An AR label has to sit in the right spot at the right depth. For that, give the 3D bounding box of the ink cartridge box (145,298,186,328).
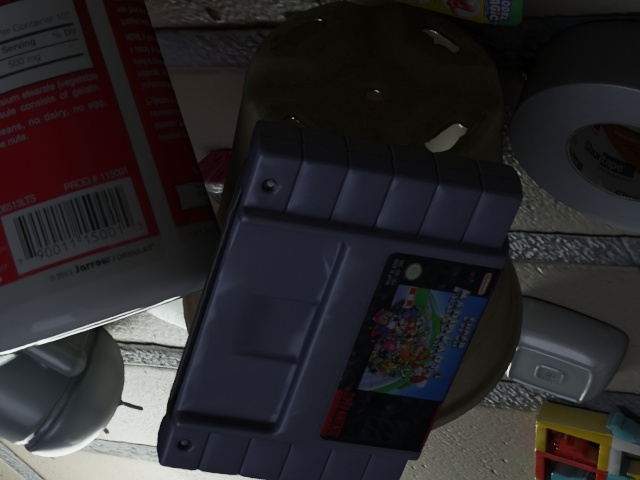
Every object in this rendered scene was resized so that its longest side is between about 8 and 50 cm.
[{"bbox_3d":[-0.205,0.015,2.064,0.212,0.093,0.154,25,154,1],"label":"ink cartridge box"}]

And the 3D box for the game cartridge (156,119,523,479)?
[{"bbox_3d":[0.012,0.071,1.453,0.230,0.068,0.355,12,127,-10],"label":"game cartridge"}]

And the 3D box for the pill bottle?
[{"bbox_3d":[-0.244,-0.124,1.504,0.229,0.229,0.407,-20,87,53],"label":"pill bottle"}]

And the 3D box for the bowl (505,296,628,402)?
[{"bbox_3d":[0.266,0.130,1.949,0.142,0.053,0.142,19,151,6],"label":"bowl"}]

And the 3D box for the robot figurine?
[{"bbox_3d":[-0.417,0.166,2.378,0.353,0.200,0.300,32,159,-17],"label":"robot figurine"}]

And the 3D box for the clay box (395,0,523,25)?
[{"bbox_3d":[0.065,-0.252,1.415,0.222,0.053,0.127,16,152,12],"label":"clay box"}]

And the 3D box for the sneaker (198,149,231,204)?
[{"bbox_3d":[-0.055,-0.052,1.860,0.170,0.063,0.075,9,150,36],"label":"sneaker"}]

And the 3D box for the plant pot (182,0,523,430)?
[{"bbox_3d":[0.041,-0.038,1.579,0.334,0.334,0.305,18,141,11],"label":"plant pot"}]

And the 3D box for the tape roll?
[{"bbox_3d":[0.279,-0.095,1.511,0.219,0.072,0.219,18,153,10],"label":"tape roll"}]

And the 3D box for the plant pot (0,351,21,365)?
[{"bbox_3d":[-0.478,0.044,2.138,0.235,0.293,0.293,5,151,1],"label":"plant pot"}]

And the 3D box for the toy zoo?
[{"bbox_3d":[0.364,0.282,2.169,0.192,0.030,0.293,15,152,15],"label":"toy zoo"}]
